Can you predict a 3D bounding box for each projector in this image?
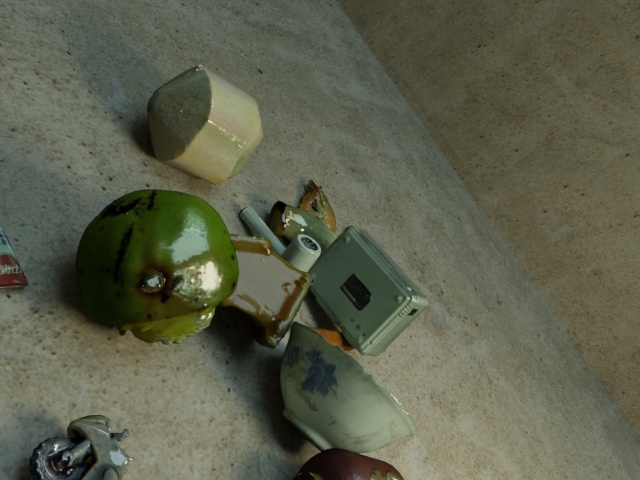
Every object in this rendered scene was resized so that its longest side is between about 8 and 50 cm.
[{"bbox_3d":[0.094,0.115,1.559,0.257,0.192,0.099,50,16,28],"label":"projector"}]

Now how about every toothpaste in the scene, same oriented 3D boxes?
[{"bbox_3d":[-0.519,-0.028,1.045,0.239,0.039,0.062,61,22,14],"label":"toothpaste"}]

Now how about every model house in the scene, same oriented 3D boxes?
[{"bbox_3d":[-0.156,0.073,1.342,0.239,0.173,0.268,38,-13,-11],"label":"model house"}]

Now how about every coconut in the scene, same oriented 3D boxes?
[{"bbox_3d":[-0.269,-0.260,1.497,0.244,0.239,0.239,23,39,-45],"label":"coconut"}]

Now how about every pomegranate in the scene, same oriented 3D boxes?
[{"bbox_3d":[-0.275,0.027,1.138,0.260,0.260,0.341,35,7,-28],"label":"pomegranate"}]

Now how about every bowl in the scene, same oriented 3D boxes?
[{"bbox_3d":[0.015,0.310,1.277,0.313,0.146,0.313,40,-17,15],"label":"bowl"}]

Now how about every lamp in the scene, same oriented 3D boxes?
[{"bbox_3d":[0.051,0.457,1.162,0.258,0.180,0.180,27,36,-39],"label":"lamp"}]

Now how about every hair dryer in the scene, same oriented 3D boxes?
[{"bbox_3d":[-0.106,-0.004,1.558,0.073,0.131,0.236,1,42,-52],"label":"hair dryer"}]

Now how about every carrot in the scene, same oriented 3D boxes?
[{"bbox_3d":[0.028,0.230,1.535,0.209,0.061,0.061,14,45,-55],"label":"carrot"}]

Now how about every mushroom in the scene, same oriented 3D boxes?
[{"bbox_3d":[0.000,0.002,1.729,0.333,0.087,0.107,33,32,-34],"label":"mushroom"}]

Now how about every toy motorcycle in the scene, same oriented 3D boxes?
[{"bbox_3d":[-0.280,0.324,0.919,0.229,0.094,0.130,46,26,-20],"label":"toy motorcycle"}]

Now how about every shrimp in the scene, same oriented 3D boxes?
[{"bbox_3d":[-0.013,-0.092,1.859,0.115,0.051,0.217,25,40,-37],"label":"shrimp"}]
